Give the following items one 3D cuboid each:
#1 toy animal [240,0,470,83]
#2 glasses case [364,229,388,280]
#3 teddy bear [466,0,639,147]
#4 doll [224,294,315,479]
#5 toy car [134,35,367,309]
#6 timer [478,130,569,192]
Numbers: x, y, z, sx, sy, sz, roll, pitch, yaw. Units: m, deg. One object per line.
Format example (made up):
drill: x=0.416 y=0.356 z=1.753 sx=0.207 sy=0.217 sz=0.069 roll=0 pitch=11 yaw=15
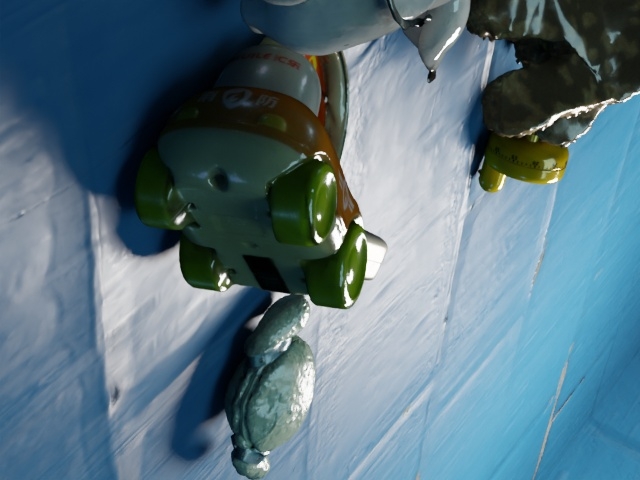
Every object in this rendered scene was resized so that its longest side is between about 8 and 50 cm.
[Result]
toy animal: x=0.054 y=-0.225 z=0.965 sx=0.325 sy=0.154 sz=0.208 roll=12 pitch=95 yaw=-59
glasses case: x=0.000 y=0.000 z=1.206 sx=0.050 sy=0.083 sz=0.196 roll=-64 pitch=158 yaw=4
teddy bear: x=0.263 y=-0.227 z=1.449 sx=0.296 sy=0.222 sz=0.246 roll=-12 pitch=98 yaw=-24
doll: x=-0.051 y=0.156 z=1.284 sx=0.103 sy=0.072 sz=0.214 roll=-23 pitch=131 yaw=-58
toy car: x=-0.034 y=-0.075 z=1.022 sx=0.235 sy=0.145 sz=0.235 roll=7 pitch=90 yaw=-73
timer: x=0.258 y=-0.101 z=1.605 sx=0.107 sy=0.107 sz=0.109 roll=-25 pitch=134 yaw=-55
